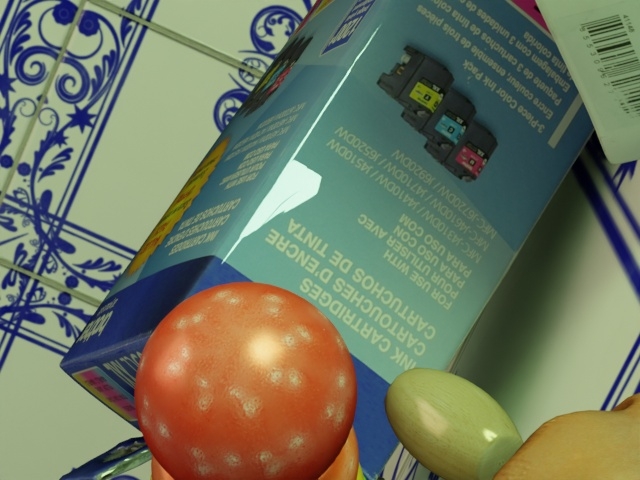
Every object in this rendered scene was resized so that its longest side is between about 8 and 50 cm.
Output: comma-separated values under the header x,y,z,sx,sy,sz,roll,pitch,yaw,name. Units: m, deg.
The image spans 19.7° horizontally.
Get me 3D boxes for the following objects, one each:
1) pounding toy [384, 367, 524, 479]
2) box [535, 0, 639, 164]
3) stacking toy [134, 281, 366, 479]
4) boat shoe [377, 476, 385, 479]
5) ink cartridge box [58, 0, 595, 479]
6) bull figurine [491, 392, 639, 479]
x,y,z,sx,sy,sz,roll,pitch,yaw,name
0.048,0.194,0.681,0.154,0.154,0.270,23,99,57,pounding toy
0.142,-0.225,0.899,0.058,0.232,0.322,-14,35,25,box
-0.029,0.132,0.838,0.330,0.141,0.141,85,-157,-57,stacking toy
-0.039,0.274,1.011,0.324,0.116,0.097,-62,-1,-26,boat shoe
0.000,0.000,1.088,0.395,0.151,0.270,-58,12,-18,ink cartridge box
0.072,0.150,0.414,0.310,0.101,0.188,-80,13,-71,bull figurine
